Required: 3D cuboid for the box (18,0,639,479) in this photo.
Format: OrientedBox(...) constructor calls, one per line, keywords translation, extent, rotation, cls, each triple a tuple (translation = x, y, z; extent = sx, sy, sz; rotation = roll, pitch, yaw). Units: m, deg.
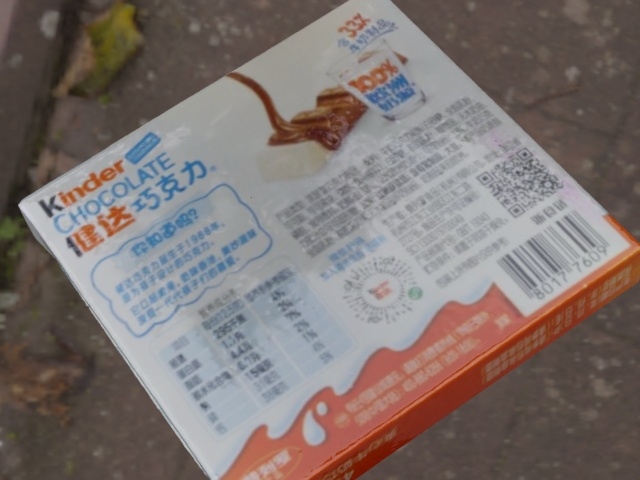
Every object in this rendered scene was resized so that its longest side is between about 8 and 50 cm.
OrientedBox(translation=(0.000, 0.000, 0.842), extent=(0.273, 0.048, 0.265), rotation=(-33, 58, -11), cls="box")
